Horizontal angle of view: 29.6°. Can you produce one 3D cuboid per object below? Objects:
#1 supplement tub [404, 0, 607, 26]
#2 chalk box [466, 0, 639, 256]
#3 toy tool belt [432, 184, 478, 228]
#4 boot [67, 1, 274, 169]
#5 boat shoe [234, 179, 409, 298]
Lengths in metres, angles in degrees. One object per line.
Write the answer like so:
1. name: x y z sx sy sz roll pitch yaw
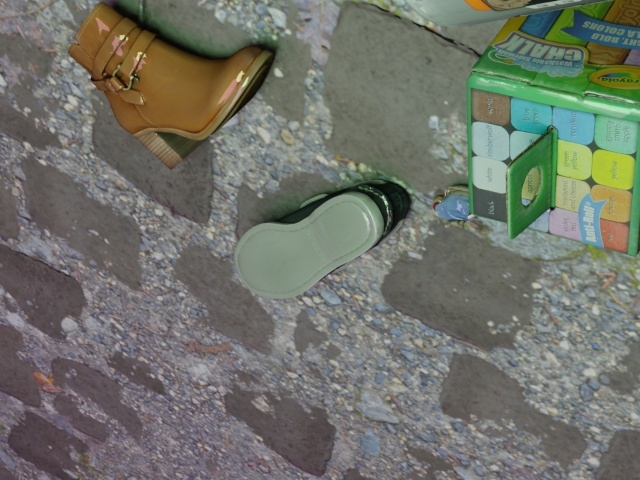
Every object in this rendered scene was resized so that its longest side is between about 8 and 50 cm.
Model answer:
1. supplement tub: 0.226 -0.309 1.059 0.338 0.207 0.207 -3 127 43
2. chalk box: 0.254 -0.116 1.179 0.179 0.289 0.180 15 137 23
3. toy tool belt: 0.167 -0.040 1.506 0.083 0.051 0.052 -8 123 41
4. boot: -0.199 -0.231 1.560 0.220 0.109 0.283 48 147 -8
5. boat shoe: 0.000 0.000 1.634 0.303 0.091 0.114 -18 97 47
